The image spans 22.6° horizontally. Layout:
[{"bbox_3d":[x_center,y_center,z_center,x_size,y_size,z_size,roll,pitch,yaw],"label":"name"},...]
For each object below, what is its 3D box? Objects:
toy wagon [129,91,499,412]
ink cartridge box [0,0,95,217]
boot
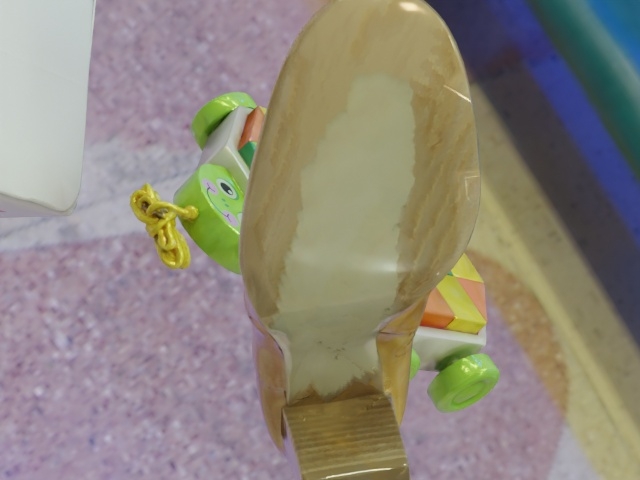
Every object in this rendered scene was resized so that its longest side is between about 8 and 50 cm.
[{"bbox_3d":[0.000,0.000,1.198,0.344,0.068,0.267,14,38,-55],"label":"toy wagon"},{"bbox_3d":[-0.262,-0.078,0.692,0.197,0.273,0.114,20,72,-60],"label":"ink cartridge box"},{"bbox_3d":[0.001,-0.016,0.782,0.104,0.295,0.211,-4,31,-9],"label":"boot"}]
